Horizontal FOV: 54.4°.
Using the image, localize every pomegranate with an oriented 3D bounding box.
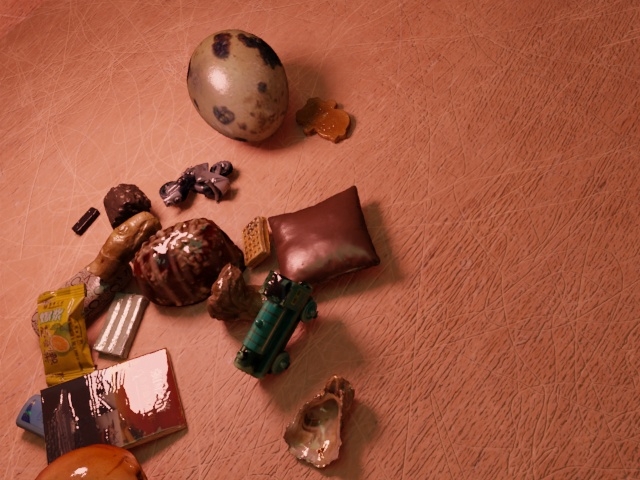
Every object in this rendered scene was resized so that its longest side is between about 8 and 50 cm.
[{"bbox_3d":[-0.572,0.653,1.511,0.319,0.319,0.319,-8,55,12],"label":"pomegranate"}]

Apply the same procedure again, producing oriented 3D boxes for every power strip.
[{"bbox_3d":[-0.837,-0.069,2.226,0.038,0.029,0.111,23,64,29],"label":"power strip"}]

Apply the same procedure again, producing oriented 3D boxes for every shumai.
[{"bbox_3d":[-0.227,0.167,1.800,0.176,0.206,0.166,20,69,4],"label":"shumai"}]

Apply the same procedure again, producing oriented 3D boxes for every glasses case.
[{"bbox_3d":[-0.762,0.180,1.999,0.355,0.085,0.137,-43,62,-13],"label":"glasses case"}]

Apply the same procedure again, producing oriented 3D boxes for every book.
[{"bbox_3d":[-0.585,0.470,1.745,0.374,0.028,0.262,-18,52,-11],"label":"book"}]

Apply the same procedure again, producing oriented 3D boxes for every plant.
[{"bbox_3d":[-0.617,-0.058,2.073,0.146,0.149,0.274,-48,62,37],"label":"plant"}]

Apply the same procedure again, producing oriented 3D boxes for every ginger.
[{"bbox_3d":[-0.611,0.016,1.937,0.109,0.116,0.263,44,86,-9],"label":"ginger"}]

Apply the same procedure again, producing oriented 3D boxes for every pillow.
[{"bbox_3d":[0.000,0.000,1.872,0.308,0.108,0.305,-21,53,8],"label":"pillow"}]

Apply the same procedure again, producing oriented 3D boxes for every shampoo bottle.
[{"bbox_3d":[-0.748,0.527,1.781,0.258,0.061,0.104,14,62,24],"label":"shampoo bottle"}]

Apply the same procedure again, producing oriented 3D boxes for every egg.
[{"bbox_3d":[-0.284,-0.533,2.173,0.345,0.345,0.428,-23,62,1],"label":"egg"}]

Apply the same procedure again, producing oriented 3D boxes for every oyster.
[{"bbox_3d":[0.014,0.454,1.587,0.161,0.107,0.232,20,83,22],"label":"oyster"}]

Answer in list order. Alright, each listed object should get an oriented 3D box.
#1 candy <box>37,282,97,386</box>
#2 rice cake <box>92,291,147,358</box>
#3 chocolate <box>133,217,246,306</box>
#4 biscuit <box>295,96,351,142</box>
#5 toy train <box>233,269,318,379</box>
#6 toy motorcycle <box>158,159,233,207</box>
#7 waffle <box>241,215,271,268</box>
[{"bbox_3d":[-0.767,0.288,1.879,0.187,0.081,0.297,-11,84,13],"label":"candy"},{"bbox_3d":[-0.618,0.257,1.935,0.124,0.038,0.211,7,60,21],"label":"rice cake"},{"bbox_3d":[-0.418,0.054,1.906,0.340,0.210,0.225,-22,56,2],"label":"chocolate"},{"bbox_3d":[0.017,-0.424,2.199,0.225,0.036,0.166,32,71,28],"label":"biscuit"},{"bbox_3d":[-0.128,0.232,1.683,0.120,0.194,0.298,26,85,30],"label":"toy train"},{"bbox_3d":[-0.417,-0.185,2.131,0.270,0.106,0.159,-24,48,-5],"label":"toy motorcycle"},{"bbox_3d":[-0.201,0.004,1.944,0.102,0.042,0.148,-40,46,36],"label":"waffle"}]
